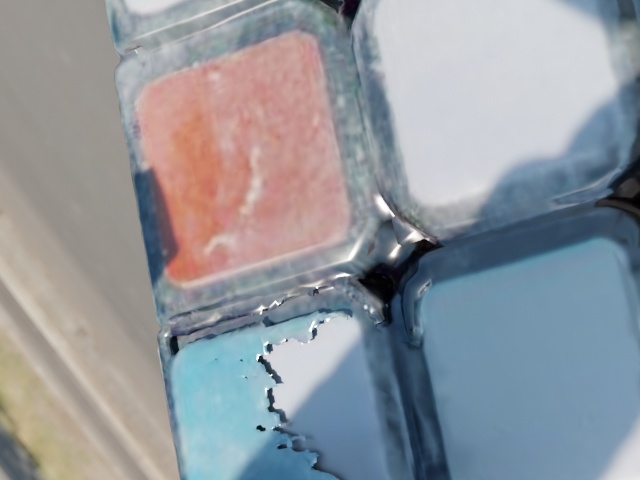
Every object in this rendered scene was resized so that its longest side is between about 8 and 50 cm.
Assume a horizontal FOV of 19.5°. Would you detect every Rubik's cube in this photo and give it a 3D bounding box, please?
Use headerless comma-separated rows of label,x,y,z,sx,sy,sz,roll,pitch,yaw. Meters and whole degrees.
Rubik's cube,0.143,-0.050,0.809,0.362,0.363,0.359,11,-116,-58
